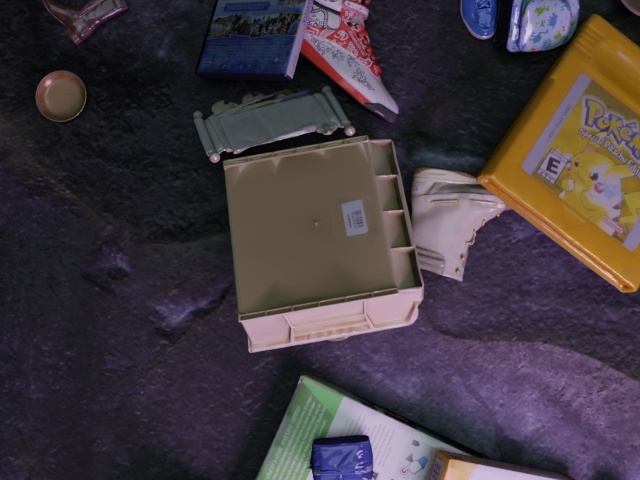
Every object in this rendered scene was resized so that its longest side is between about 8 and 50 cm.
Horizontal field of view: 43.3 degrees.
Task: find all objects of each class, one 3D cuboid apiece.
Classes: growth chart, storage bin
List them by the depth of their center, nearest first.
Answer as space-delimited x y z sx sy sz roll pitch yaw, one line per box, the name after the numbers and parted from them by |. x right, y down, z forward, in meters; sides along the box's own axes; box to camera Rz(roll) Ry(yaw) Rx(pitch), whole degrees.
0.000 0.000 1.177 0.260 0.123 0.262 -10 63 2 | storage bin
-0.077 -0.185 1.233 0.237 0.172 0.021 -13 128 -1 | growth chart

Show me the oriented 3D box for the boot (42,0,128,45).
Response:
-0.381 -0.389 1.304 0.114 0.037 0.106 -38 99 4 | boot

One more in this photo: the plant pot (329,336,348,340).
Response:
0.021 0.115 1.237 0.083 0.079 0.083 0 86 2 | plant pot

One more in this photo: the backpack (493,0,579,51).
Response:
0.335 -0.338 1.228 0.114 0.084 0.105 -9 126 -14 | backpack

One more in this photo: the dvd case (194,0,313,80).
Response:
-0.089 -0.366 1.241 0.180 0.022 0.253 8 79 33 | dvd case

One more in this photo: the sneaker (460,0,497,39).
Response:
0.247 -0.394 1.248 0.058 0.084 0.152 -4 87 3 | sneaker

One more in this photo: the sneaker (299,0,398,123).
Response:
0.050 -0.313 1.249 0.270 0.090 0.145 42 96 7 | sneaker

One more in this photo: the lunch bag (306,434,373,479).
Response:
0.028 0.323 1.176 0.098 0.067 0.065 -5 86 4 | lunch bag

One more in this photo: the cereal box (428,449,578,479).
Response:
0.260 0.414 1.183 0.240 0.047 0.173 15 90 -17 | cereal box

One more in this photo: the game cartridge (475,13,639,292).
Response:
0.430 -0.133 1.200 0.285 0.052 0.324 36 78 -3 | game cartridge

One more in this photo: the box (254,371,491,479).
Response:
0.071 0.373 1.234 0.322 0.058 0.232 25 88 3 | box

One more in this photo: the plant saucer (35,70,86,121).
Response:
-0.418 -0.233 1.309 0.083 0.015 0.083 0 87 4 | plant saucer

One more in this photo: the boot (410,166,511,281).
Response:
0.235 -0.017 1.236 0.213 0.077 0.165 10 89 4 | boot

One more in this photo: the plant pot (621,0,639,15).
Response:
0.608 -0.460 1.172 0.273 0.256 0.257 -6 87 -13 | plant pot
